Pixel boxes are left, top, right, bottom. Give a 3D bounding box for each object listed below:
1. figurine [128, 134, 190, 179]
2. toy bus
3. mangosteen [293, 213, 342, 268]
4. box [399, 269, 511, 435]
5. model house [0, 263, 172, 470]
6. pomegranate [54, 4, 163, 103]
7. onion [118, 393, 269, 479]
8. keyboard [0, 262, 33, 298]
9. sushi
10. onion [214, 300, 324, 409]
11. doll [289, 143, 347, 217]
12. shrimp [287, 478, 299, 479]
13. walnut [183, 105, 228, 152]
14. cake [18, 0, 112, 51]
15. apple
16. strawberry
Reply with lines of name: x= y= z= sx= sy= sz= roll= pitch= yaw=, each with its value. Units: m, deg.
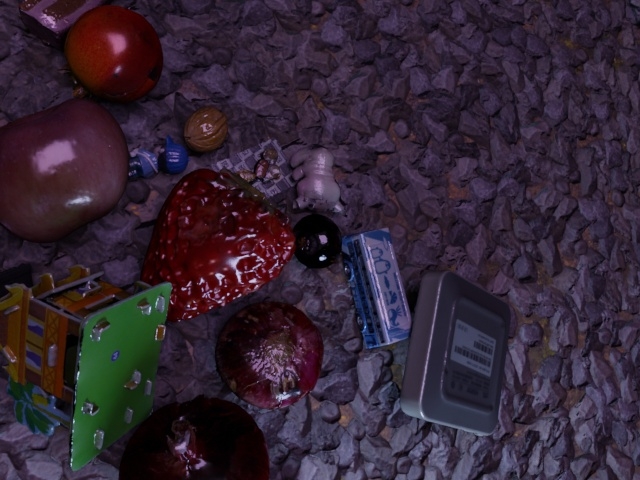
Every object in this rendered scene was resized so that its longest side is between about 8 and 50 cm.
figurine: x=-0.382 y=-0.186 z=1.340 sx=0.149 sy=0.087 sz=0.086 roll=-21 pitch=127 yaw=-24
toy bus: x=0.142 y=0.119 z=1.471 sx=0.106 sy=0.131 sz=0.297 roll=-13 pitch=86 yaw=-26
mangosteen: x=0.000 y=0.000 z=1.447 sx=0.151 sy=0.137 sz=0.137 roll=-12 pitch=84 yaw=-59
box: x=0.365 y=0.296 z=1.493 sx=0.367 sy=0.090 sz=0.372 roll=25 pitch=69 yaw=-39
model house: x=-0.497 y=0.215 z=1.150 sx=0.242 sy=0.313 sz=0.357 roll=-29 pitch=135 yaw=-59
pomegranate: x=-0.462 y=-0.402 z=1.277 sx=0.235 sy=0.210 sz=0.210 roll=-32 pitch=94 yaw=9
onion: x=-0.250 y=0.454 z=1.163 sx=0.314 sy=0.232 sz=0.313 roll=2 pitch=50 yaw=-2
keyboard: x=-0.663 y=0.113 z=1.122 sx=0.231 sy=0.023 sz=0.072 roll=-35 pitch=137 yaw=-56
sushi: x=-0.159 y=-0.168 z=1.451 sx=0.201 sy=0.031 sz=0.139 roll=-30 pitch=93 yaw=-24
onion: x=-0.117 y=0.259 z=1.309 sx=0.246 sy=0.190 sz=0.246 roll=10 pitch=57 yaw=-16
doll: x=-0.003 y=-0.152 z=1.480 sx=0.149 sy=0.095 sz=0.192 roll=0 pitch=79 yaw=-29
shrimp: x=-0.106 y=0.617 z=1.330 sx=0.178 sy=0.034 sz=0.124 roll=-1 pitch=87 yaw=-26
walnut: x=-0.273 y=-0.267 z=1.388 sx=0.105 sy=0.105 sz=0.124 roll=48 pitch=52 yaw=-8
cake: x=-0.566 y=-0.551 z=1.333 sx=0.116 sy=0.113 sz=0.295 roll=38 pitch=56 yaw=-14
apple: x=-0.524 y=-0.140 z=1.163 sx=0.306 sy=0.306 sz=0.235 roll=-35 pitch=119 yaw=-24
strawberry: x=-0.239 y=0.029 z=1.266 sx=0.317 sy=0.295 sz=0.345 roll=39 pitch=94 yaw=24
